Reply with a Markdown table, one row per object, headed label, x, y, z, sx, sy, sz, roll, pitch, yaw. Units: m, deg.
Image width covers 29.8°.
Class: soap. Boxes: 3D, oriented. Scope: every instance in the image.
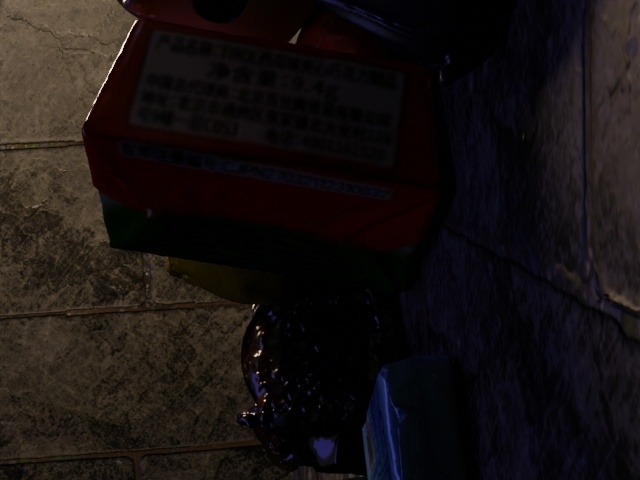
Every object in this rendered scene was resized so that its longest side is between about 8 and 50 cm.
| label | x | y | z | sx | sy | sz | roll | pitch | yaw |
| --- | --- | --- | --- | --- | --- | --- | --- | --- | --- |
| soap | 0.094 | 0.226 | 1.248 | 0.293 | 0.077 | 0.156 | 97 | 167 | -67 |

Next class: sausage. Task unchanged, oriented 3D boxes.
| label | x | y | z | sx | sy | sz | roll | pitch | yaw |
| --- | --- | --- | --- | --- | --- | --- | --- | --- | --- |
| sausage | 0.026 | -0.207 | 1.427 | 0.258 | 0.133 | 0.133 | 119 | 147 | -77 |

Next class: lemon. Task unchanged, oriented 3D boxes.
| label | x | y | z | sx | sy | sz | roll | pitch | yaw |
| --- | --- | --- | --- | --- | --- | --- | --- | --- | --- |
| lemon | -0.077 | -0.047 | 1.618 | 0.268 | 0.322 | 0.268 | 58 | 180 | 0 |

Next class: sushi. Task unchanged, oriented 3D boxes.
| label | x | y | z | sx | sy | sz | roll | pitch | yaw |
| --- | --- | --- | --- | --- | --- | --- | --- | --- | --- |
| sushi | -0.002 | 0.183 | 1.526 | 0.215 | 0.212 | 0.227 | 101 | 165 | -72 |

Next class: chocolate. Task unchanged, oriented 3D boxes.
| label | x | y | z | sx | sy | sz | roll | pitch | yaw |
| --- | --- | --- | --- | --- | --- | --- | --- | --- | --- |
| chocolate | -0.054 | -0.079 | 1.303 | 0.341 | 0.360 | 0.161 | 102 | 176 | -70 |

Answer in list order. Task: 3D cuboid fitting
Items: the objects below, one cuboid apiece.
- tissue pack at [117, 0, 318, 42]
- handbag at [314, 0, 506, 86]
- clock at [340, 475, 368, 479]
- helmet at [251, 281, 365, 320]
| label | x | y | z | sx | sy | sz | roll | pitch | yaw |
| --- | --- | --- | --- | --- | --- | --- | --- | --- | --- |
| tissue pack | -0.075 | -0.389 | 1.280 | 0.277 | 0.267 | 0.387 | -87 | 22 | -45 |
| handbag | 0.045 | -0.300 | 0.910 | 0.302 | 0.178 | 0.275 | 93 | 172 | -48 |
| clock | 0.074 | 0.444 | 1.453 | 0.235 | 0.096 | 0.308 | 97 | 166 | -73 |
| helmet | -0.015 | 0.103 | 1.821 | 0.225 | 0.177 | 0.305 | 83 | 176 | -84 |
